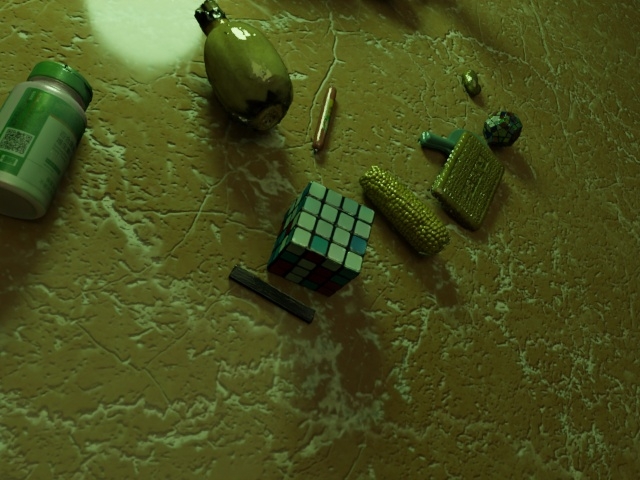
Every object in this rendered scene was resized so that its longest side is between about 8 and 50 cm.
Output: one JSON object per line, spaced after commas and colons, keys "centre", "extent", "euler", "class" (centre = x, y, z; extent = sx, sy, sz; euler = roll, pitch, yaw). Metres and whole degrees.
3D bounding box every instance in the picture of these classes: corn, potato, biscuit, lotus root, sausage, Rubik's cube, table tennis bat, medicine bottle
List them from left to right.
{"centre": [-0.504, -0.184, 0.857], "extent": [0.133, 0.133, 0.274], "euler": [17, 62, -17], "class": "medicine bottle"}
{"centre": [-0.178, -0.388, 1.068], "extent": [0.182, 0.183, 0.310], "euler": [-27, 80, -31], "class": "lotus root"}
{"centre": [0.000, 0.000, 0.993], "extent": [0.155, 0.151, 0.154], "euler": [24, 59, -12], "class": "Rubik's cube"}
{"centre": [0.011, -0.305, 1.204], "extent": [0.029, 0.029, 0.223], "euler": [20, 61, -15], "class": "sausage"}
{"centre": [0.198, -0.071, 1.150], "extent": [0.260, 0.091, 0.091], "euler": [46, 22, 1], "class": "corn"}
{"centre": [0.381, -0.252, 1.345], "extent": [0.244, 0.040, 0.153], "euler": [12, 66, -23], "class": "table tennis bat"}
{"centre": [0.402, -0.162, 1.296], "extent": [0.172, 0.029, 0.255], "euler": [40, 62, -14], "class": "biscuit"}
{"centre": [0.460, -0.484, 1.479], "extent": [0.046, 0.045, 0.092], "euler": [14, 58, -59], "class": "potato"}
{"centre": [0.528, -0.323, 1.409], "extent": [0.093, 0.111, 0.111], "euler": [44, 53, -33], "class": "Rubik's cube"}

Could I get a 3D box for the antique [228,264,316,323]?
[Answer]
{"centre": [-0.096, 0.109, 0.979], "extent": [0.192, 0.015, 0.031], "euler": [32, 57, -9], "class": "antique"}
